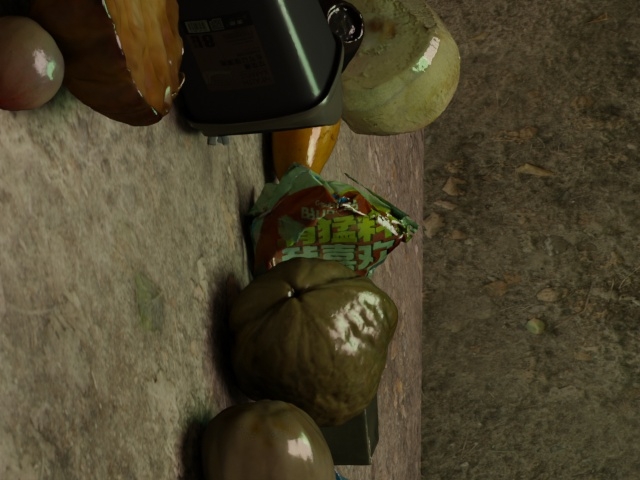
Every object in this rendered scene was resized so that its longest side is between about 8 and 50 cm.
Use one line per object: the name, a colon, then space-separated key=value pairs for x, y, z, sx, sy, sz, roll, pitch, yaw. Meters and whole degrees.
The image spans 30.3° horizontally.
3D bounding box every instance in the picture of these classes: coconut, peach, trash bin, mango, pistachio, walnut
coconut: x=0.133 y=-0.349 z=2.365 sx=0.254 sy=0.297 sz=0.297 roll=50 pitch=39 yaw=-65
peach: x=-0.260 y=-0.148 z=1.000 sx=0.083 sy=0.083 sz=0.083 roll=-3 pitch=90 yaw=-78
trash bin: x=-0.093 y=-0.257 z=1.500 sx=0.290 sy=0.209 sz=0.182 roll=68 pitch=27 yaw=-42
mango: x=-0.027 y=-0.173 z=1.986 sx=0.145 sy=0.112 sz=0.219 roll=79 pitch=17 yaw=-55
pistachio: x=-0.070 y=0.323 z=1.575 sx=0.197 sy=0.166 sz=0.288 roll=-60 pitch=151 yaw=-35
walnut: x=-0.011 y=0.142 z=1.715 sx=0.227 sy=0.283 sz=0.283 roll=61 pitch=-4 yaw=33

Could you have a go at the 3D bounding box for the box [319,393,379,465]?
box: x=0.011 y=0.249 z=1.992 sx=0.149 sy=0.155 sz=0.231 roll=-41 pitch=126 yaw=-78

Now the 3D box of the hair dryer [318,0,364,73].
hair dryer: x=-0.089 y=-0.378 z=1.705 sx=0.359 sy=0.120 sz=0.303 roll=60 pitch=-24 yaw=-10

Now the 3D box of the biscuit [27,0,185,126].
biscuit: x=-0.214 y=-0.263 z=1.125 sx=0.326 sy=0.107 sz=0.326 roll=-10 pitch=90 yaw=-85

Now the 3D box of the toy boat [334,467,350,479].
toy boat: x=0.026 y=0.447 z=2.094 sx=0.098 sy=0.109 sz=0.238 roll=-54 pitch=152 yaw=-20

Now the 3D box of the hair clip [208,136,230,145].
hair clip: x=-0.143 y=-0.189 z=1.664 sx=0.039 sy=0.030 sz=0.115 roll=169 pitch=-80 yaw=-83

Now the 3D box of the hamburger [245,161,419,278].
hamburger: x=-0.007 y=0.000 z=1.874 sx=0.276 sy=0.260 sz=0.150 roll=-63 pitch=-147 yaw=32
